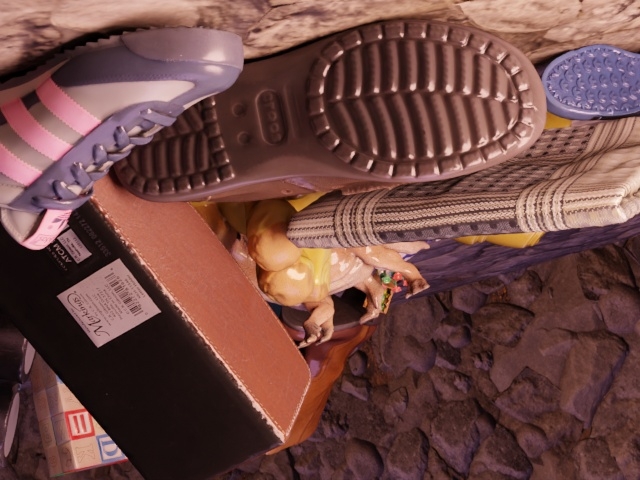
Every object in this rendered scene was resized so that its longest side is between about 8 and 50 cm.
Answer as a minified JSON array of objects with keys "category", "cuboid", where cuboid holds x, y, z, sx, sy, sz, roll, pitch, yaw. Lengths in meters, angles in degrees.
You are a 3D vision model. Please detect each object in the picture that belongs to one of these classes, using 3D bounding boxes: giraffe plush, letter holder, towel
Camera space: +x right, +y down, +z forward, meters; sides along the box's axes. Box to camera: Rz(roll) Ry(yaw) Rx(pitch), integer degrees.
[{"category":"giraffe plush","cuboid":[-0.081,-0.040,1.169,0.171,0.210,0.181,1,145,14]},{"category":"letter holder","cuboid":[-0.149,0.049,1.096,0.152,0.302,0.214,-30,-166,26]},{"category":"towel","cuboid":[0.175,-0.066,1.069,0.312,0.056,0.324,-5,-166,32]}]

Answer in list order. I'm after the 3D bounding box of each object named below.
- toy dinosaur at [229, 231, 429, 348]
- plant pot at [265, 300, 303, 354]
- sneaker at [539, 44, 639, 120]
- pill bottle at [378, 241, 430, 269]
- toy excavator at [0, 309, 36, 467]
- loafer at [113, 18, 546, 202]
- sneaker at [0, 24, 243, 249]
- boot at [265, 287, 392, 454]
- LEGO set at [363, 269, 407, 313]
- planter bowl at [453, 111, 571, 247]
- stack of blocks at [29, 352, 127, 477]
[{"category":"toy dinosaur","cuboid":[-0.001,0.006,1.327,0.296,0.200,0.127,-23,172,-22]},{"category":"plant pot","cuboid":[-0.126,0.096,1.811,0.234,0.165,0.165,13,180,20]},{"category":"sneaker","cuboid":[0.319,-0.158,1.207,0.232,0.081,0.090,-10,166,-18]},{"category":"pill bottle","cuboid":[0.117,-0.052,1.438,0.112,0.112,0.187,-5,155,-42]},{"category":"toy excavator","cuboid":[-0.515,0.246,1.613,0.222,0.433,0.445,9,127,-7]},{"category":"loafer","cuboid":[0.008,-0.105,1.002,0.366,0.133,0.130,-4,177,9]},{"category":"sneaker","cuboid":[-0.191,-0.066,0.889,0.319,0.131,0.112,-17,169,24]},{"category":"boot","cuboid":[-0.030,0.193,1.707,0.280,0.096,0.264,-61,164,19]},{"category":"LEGO set","cuboid":[0.147,0.003,1.568,0.287,0.107,0.132,-44,127,16]},{"category":"planter bowl","cuboid":[0.242,-0.057,1.343,0.217,0.090,0.217,-48,171,-10]},{"category":"stack of blocks","cuboid":[-0.347,0.194,1.766,0.171,0.297,0.087,-6,167,-41]}]
